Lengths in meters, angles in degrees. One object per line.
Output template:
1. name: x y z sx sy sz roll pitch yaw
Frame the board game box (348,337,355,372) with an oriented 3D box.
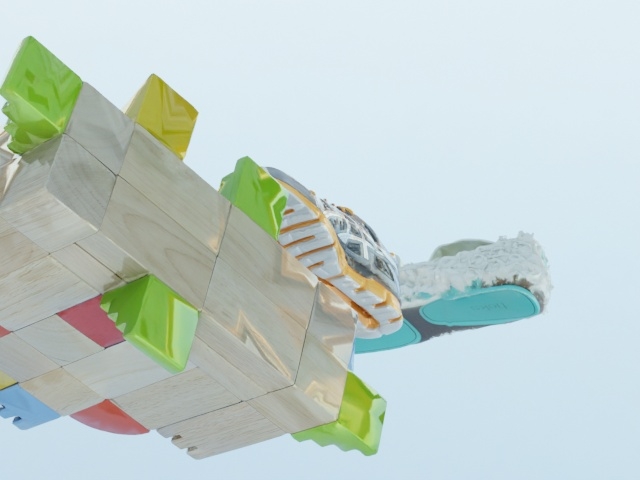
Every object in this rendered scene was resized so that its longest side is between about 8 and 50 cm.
1. board game box: -0.012 0.139 1.553 0.090 0.090 0.020 0 -171 -12

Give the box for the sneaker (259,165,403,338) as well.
1. sneaker: 0.000 0.000 1.358 0.084 0.215 0.083 -16 -136 30

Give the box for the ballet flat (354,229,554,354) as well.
1. ballet flat: 0.145 0.073 2.196 0.409 0.147 0.147 -11 -154 26

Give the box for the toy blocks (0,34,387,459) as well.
1. toy blocks: -0.167 0.049 1.122 0.261 0.381 0.190 -22 -139 37
